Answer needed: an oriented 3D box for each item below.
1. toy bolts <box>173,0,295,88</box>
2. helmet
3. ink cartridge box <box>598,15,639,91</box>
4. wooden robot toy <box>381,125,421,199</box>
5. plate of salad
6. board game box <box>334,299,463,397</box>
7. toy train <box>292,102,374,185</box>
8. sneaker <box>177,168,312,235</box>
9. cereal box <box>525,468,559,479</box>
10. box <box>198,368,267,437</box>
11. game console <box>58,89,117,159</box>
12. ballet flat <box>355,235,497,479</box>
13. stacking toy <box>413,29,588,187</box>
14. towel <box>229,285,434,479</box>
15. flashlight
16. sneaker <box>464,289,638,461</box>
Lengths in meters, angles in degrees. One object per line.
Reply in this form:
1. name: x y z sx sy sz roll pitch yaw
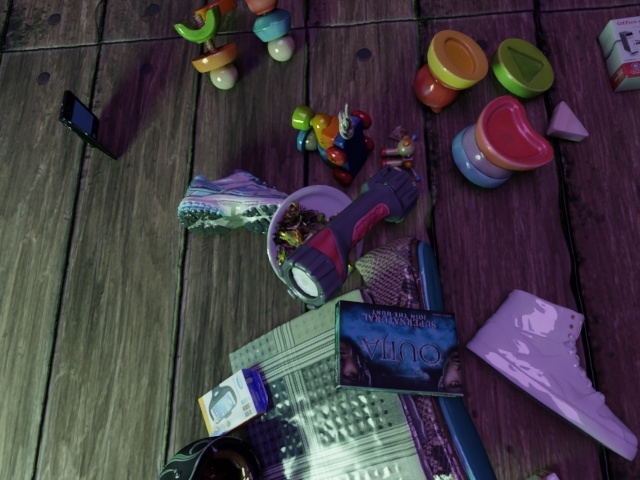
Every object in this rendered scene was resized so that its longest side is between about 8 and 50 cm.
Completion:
1. toy bolts: -0.168 -0.450 1.063 0.229 0.158 0.218 -18 32 11
2. helmet: -0.185 0.404 0.771 0.161 0.169 0.169 -42 70 30
3. ink cartridge box: 0.630 -0.374 0.964 0.099 0.056 0.135 -6 74 5
4. wooden robot toy: 0.158 -0.165 0.944 0.076 0.079 0.173 -3 73 5
5. plate of salad: 0.000 0.000 0.876 0.200 0.048 0.199 -5 101 -28
6. board game box: 0.113 0.158 0.704 0.186 0.026 0.126 7 61 -12
7. toy train: 0.009 -0.210 0.889 0.143 0.248 0.105 29 79 18
8. sneaker: -0.131 -0.086 0.941 0.283 0.110 0.122 3 61 2
9. cereal box: 0.308 0.496 0.749 0.240 0.047 0.173 -30 74 -3
10. box: -0.150 0.282 0.838 0.136 0.028 0.081 -40 62 25
11. game console: -0.478 -0.239 1.013 0.071 0.122 0.107 -1 73 5
12. ballet flat: 0.153 0.231 0.807 0.182 0.164 0.482 -21 66 23
13. stacking toy: 0.343 -0.255 0.963 0.280 0.130 0.308 -14 74 -25
14. towel: 0.002 0.275 0.783 0.324 0.056 0.312 -30 65 28
15. flashlight: 0.064 -0.011 0.833 0.103 0.103 0.304 28 51 31
16. sneaker: 0.410 0.203 0.794 0.293 0.108 0.169 37 84 16
